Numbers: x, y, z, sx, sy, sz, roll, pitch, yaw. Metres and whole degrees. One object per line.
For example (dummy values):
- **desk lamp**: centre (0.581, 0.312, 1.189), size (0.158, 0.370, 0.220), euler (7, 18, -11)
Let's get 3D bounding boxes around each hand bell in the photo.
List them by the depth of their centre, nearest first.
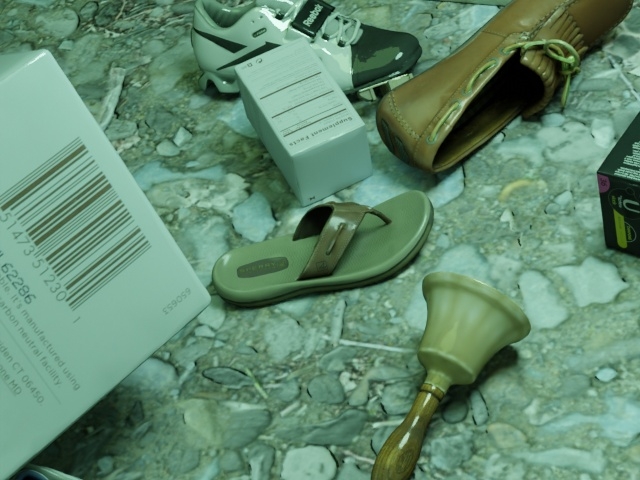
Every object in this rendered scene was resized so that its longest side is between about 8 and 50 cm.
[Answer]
- **hand bell**: centre (0.111, 0.164, 1.450), size (0.126, 0.126, 0.242), euler (15, 63, 32)

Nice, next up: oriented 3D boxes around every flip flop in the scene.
- **flip flop**: centre (0.000, 0.000, 1.663), size (0.277, 0.080, 0.112), euler (-14, 42, 5)

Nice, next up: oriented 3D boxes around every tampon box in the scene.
- **tampon box**: centre (0.392, -0.072, 1.571), size (0.101, 0.120, 0.161), euler (18, 53, 33)

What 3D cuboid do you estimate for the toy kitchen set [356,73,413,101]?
- **toy kitchen set**: centre (0.093, -0.172, 1.853), size (0.068, 0.075, 0.083), euler (-18, 2, -5)

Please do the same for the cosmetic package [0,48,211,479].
- **cosmetic package**: centre (-0.397, 0.025, 1.506), size (0.327, 0.329, 0.394), euler (-42, 23, -23)

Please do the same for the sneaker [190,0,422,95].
- **sneaker**: centre (-0.029, -0.281, 1.920), size (0.331, 0.146, 0.122), euler (1, 33, 17)

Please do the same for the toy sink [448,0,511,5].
- **toy sink**: centre (0.256, -0.431, 1.996), size (0.234, 0.131, 0.153), euler (10, 48, 29)

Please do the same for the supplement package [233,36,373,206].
- **supplement package**: centre (-0.022, -0.152, 1.792), size (0.105, 0.105, 0.179), euler (-25, 55, -9)

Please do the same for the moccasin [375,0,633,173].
- **moccasin**: centre (0.250, -0.214, 1.762), size (0.380, 0.139, 0.147), euler (-32, 50, -19)

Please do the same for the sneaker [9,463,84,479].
- **sneaker**: centre (-0.319, 0.271, 1.450), size (0.297, 0.129, 0.111), euler (0, 46, 21)
